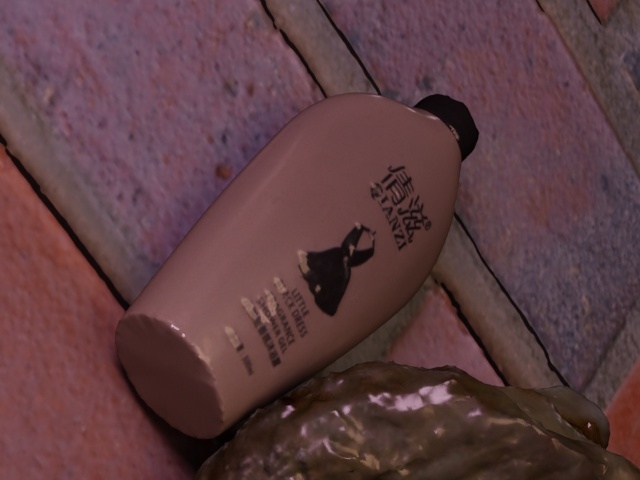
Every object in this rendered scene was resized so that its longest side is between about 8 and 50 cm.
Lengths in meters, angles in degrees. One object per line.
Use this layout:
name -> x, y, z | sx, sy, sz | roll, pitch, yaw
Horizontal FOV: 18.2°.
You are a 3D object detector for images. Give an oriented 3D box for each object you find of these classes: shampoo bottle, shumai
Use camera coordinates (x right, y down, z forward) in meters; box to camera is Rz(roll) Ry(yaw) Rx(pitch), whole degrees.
shampoo bottle -> 0.000, 0.000, 1.078 | 0.257, 0.078, 0.127 | -44, 116, -37
shumai -> 0.046, 0.154, 1.095 | 0.272, 0.203, 0.222 | 19, 103, -16
